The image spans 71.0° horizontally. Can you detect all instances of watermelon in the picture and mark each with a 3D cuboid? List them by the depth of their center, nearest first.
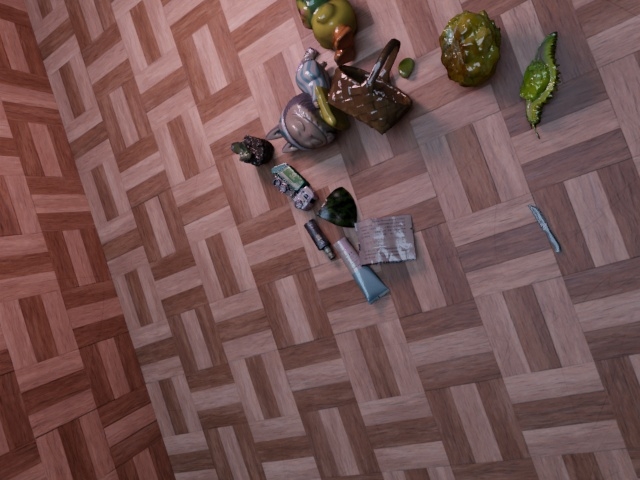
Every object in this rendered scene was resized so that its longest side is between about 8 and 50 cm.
[{"bbox_3d":[0.087,-0.153,1.985,0.145,0.193,0.137,-65,25,15],"label":"watermelon"}]

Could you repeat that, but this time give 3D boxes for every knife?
[{"bbox_3d":[0.842,-0.047,1.682,0.028,0.015,0.210,-32,81,31],"label":"knife"}]

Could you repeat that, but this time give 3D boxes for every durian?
[{"bbox_3d":[0.788,-0.558,1.603,0.132,0.106,0.375,13,97,30],"label":"durian"}]

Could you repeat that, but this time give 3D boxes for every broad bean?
[{"bbox_3d":[0.348,-0.705,1.833,0.063,0.045,0.083,18,96,22],"label":"broad bean"}]

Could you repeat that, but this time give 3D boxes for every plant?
[{"bbox_3d":[-0.314,-0.419,2.098,0.142,0.203,0.131,21,112,17],"label":"plant"}]

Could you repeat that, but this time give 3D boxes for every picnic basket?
[{"bbox_3d":[0.225,-0.629,1.747,0.337,0.293,0.337,9,118,17],"label":"picnic basket"}]

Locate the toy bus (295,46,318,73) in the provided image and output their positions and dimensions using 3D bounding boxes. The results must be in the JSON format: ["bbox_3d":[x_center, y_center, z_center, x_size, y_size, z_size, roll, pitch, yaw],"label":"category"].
[{"bbox_3d":[-0.064,-0.801,2.015,0.037,0.052,0.131,41,112,18],"label":"toy bus"}]

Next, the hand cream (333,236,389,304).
[{"bbox_3d":[0.176,0.128,1.999,0.111,0.070,0.312,-33,83,-5],"label":"hand cream"}]

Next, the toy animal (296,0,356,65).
[{"bbox_3d":[0.040,-0.927,1.880,0.191,0.216,0.338,-36,75,-3],"label":"toy animal"}]

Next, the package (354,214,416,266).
[{"bbox_3d":[0.272,0.002,1.921,0.251,0.062,0.204,-10,82,23],"label":"package"}]

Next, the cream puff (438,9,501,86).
[{"bbox_3d":[0.556,-0.700,1.626,0.185,0.282,0.282,-20,87,0],"label":"cream puff"}]

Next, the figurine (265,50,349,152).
[{"bbox_3d":[-0.106,-0.554,1.947,0.377,0.266,0.361,-21,76,21],"label":"figurine"}]

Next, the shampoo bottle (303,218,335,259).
[{"bbox_3d":[0.001,-0.001,2.071,0.057,0.063,0.208,-37,78,14],"label":"shampoo bottle"}]

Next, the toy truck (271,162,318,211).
[{"bbox_3d":[-0.125,-0.249,2.077,0.253,0.114,0.124,44,101,15],"label":"toy truck"}]
